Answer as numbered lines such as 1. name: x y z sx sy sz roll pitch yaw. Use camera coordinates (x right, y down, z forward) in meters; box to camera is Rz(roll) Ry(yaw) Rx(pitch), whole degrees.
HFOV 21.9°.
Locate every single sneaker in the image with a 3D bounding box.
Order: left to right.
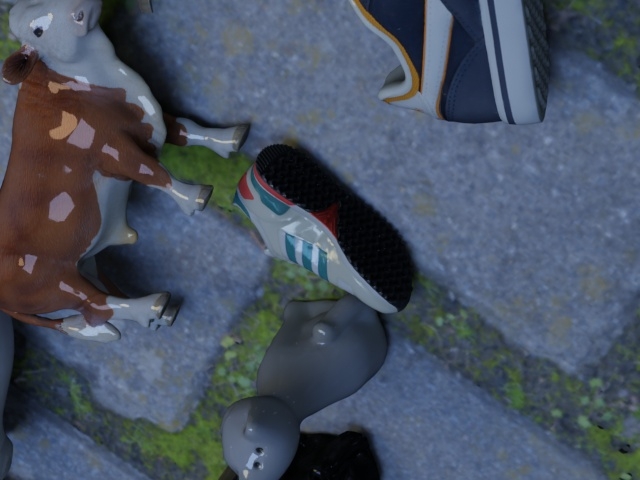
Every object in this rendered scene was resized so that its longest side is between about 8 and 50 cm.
1. sneaker: 0.000 0.000 1.267 0.161 0.057 0.075 43 141 -5
2. sneaker: 0.071 -0.220 1.068 0.128 0.126 0.321 0 118 17

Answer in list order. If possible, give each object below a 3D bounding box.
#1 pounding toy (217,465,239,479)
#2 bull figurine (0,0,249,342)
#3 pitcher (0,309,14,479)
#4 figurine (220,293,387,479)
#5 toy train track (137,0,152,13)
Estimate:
1. pounding toy: -0.074 0.277 1.386 0.130 0.141 0.100 26 124 8
2. bull figurine: -0.174 -0.052 1.275 0.188 0.101 0.310 26 125 4
3. pitcher: -0.309 0.122 1.387 0.126 0.178 0.207 -15 116 -19
4. figurine: -0.023 0.170 1.267 0.092 0.209 0.214 12 120 17
5. toy train track: -0.153 -0.192 1.245 0.083 0.014 0.048 1 117 23
